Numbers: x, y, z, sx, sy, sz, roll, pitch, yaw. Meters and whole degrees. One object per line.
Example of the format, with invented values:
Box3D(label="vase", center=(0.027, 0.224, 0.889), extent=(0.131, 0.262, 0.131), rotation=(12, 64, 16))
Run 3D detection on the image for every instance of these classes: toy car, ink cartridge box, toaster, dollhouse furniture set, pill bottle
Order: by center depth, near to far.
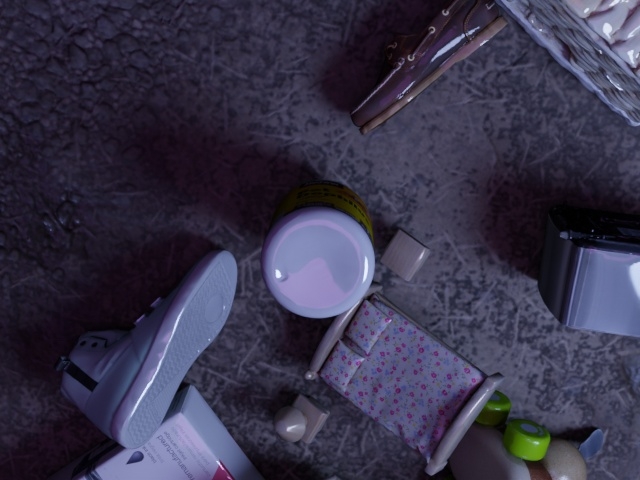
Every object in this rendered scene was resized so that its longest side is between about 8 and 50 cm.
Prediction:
Box3D(label="pill bottle", center=(0.000, 0.000, 1.088), extent=(0.117, 0.215, 0.117), rotation=(0, 104, 1))
Box3D(label="dollhouse furniture set", center=(0.093, 0.215, 1.097), extent=(0.303, 0.174, 0.355), rotation=(36, 106, 22))
Box3D(label="toaster", center=(0.333, 0.030, 1.112), extent=(0.186, 0.168, 0.110), rotation=(7, 105, -1))
Box3D(label="toy car", center=(0.266, 0.276, 1.218), extent=(0.188, 0.149, 0.155), rotation=(4, 110, -29))
Box3D(label="ink cartridge box", center=(-0.211, 0.321, 1.231), extent=(0.237, 0.100, 0.172), rotation=(-34, 100, 9))

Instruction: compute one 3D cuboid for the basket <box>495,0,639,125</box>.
Box3D(label="basket", center=(0.348, -0.324, 0.977), extent=(0.328, 0.266, 0.331), rotation=(42, 99, -8))

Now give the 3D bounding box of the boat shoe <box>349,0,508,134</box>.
Box3D(label="boat shoe", center=(0.109, -0.206, 1.112), extent=(0.207, 0.073, 0.073), rotation=(-40, 98, 3))

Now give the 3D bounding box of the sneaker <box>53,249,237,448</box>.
Box3D(label="sneaker", center=(-0.214, 0.102, 1.182), extent=(0.151, 0.094, 0.256), rotation=(23, 75, 32))
